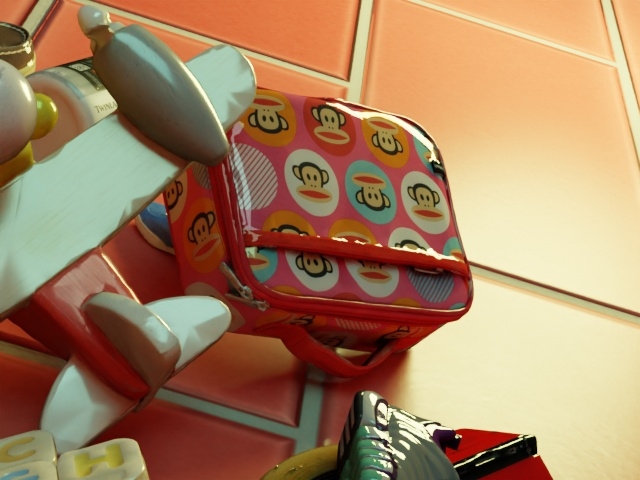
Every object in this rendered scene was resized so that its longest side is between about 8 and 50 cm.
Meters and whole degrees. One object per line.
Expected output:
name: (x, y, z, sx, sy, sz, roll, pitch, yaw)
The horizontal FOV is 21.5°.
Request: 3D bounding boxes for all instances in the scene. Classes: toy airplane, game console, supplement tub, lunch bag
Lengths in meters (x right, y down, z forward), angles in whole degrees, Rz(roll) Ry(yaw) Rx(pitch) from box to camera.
toy airplane: (-0.246, -0.022, 1.331, 0.385, 0.272, 0.386, 1, 51, -2)
game console: (0.126, 0.218, 1.423, 0.124, 0.085, 0.144, 1, 9, 43)
supplement tub: (-0.221, -0.134, 1.736, 0.117, 0.117, 0.190, 31, 30, 22)
lunch bag: (0.000, 0.000, 1.551, 0.293, 0.120, 0.258, 7, 62, -39)

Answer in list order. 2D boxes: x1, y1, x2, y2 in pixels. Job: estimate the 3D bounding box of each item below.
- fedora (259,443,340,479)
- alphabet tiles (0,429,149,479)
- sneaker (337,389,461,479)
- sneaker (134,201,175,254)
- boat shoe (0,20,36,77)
fedora: (0.034, 0.233, 1.262, 0.194, 0.079, 0.194, 9, 33, -6)
alphabet tiles: (-0.244, 0.193, 1.063, 0.284, 0.021, 0.278, -15, 19, -7)
sneaker: (0.064, 0.188, 1.196, 0.098, 0.083, 0.223, 15, 32, -6)
sneaker: (-0.116, -0.019, 1.625, 0.058, 0.084, 0.152, -11, 39, -44)
boat shoe: (-0.453, -0.230, 1.756, 0.342, 0.123, 0.123, 3, 31, -28)
